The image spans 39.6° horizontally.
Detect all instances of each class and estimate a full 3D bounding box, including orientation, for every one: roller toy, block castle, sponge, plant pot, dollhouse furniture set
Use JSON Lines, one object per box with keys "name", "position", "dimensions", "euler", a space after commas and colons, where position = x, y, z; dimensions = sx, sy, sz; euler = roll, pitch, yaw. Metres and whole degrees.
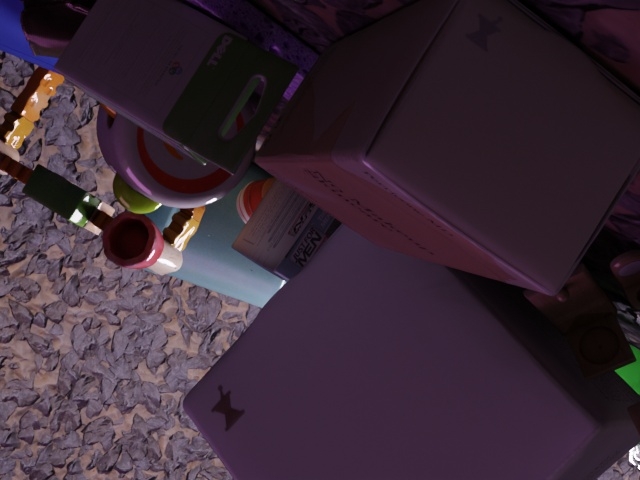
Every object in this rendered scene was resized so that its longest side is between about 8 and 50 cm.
{"name": "roller toy", "position": [-0.188, -0.145, 1.171], "dimensions": [0.146, 0.191, 0.209], "euler": [27, 130, 61]}
{"name": "block castle", "position": [-0.366, -0.171, 1.416], "dimensions": [0.453, 0.303, 0.213], "euler": [30, 175, 19]}
{"name": "sponge", "position": [-0.040, -0.170, 0.837], "dimensions": [0.210, 0.031, 0.117], "euler": [34, 175, -22]}
{"name": "plant pot", "position": [-0.196, -0.036, 1.823], "dimensions": [0.334, 0.341, 0.341], "euler": [24, 176, 1]}
{"name": "dollhouse furniture set", "position": [0.285, 0.095, 0.767], "dimensions": [0.123, 0.144, 0.151], "euler": [37, -150, -52]}

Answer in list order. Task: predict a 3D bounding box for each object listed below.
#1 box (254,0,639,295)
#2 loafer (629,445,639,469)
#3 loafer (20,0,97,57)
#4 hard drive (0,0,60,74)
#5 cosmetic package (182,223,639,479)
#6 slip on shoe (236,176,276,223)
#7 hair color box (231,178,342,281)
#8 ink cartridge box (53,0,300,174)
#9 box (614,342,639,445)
{"name": "box", "position": [0.067, -0.067, 0.614], "dimensions": [0.148, 0.121, 0.311], "euler": [34, 176, -13]}
{"name": "loafer", "position": [0.524, 0.253, 1.184], "dimensions": [0.112, 0.111, 0.319], "euler": [38, 159, 0]}
{"name": "loafer", "position": [-0.245, -0.234, 0.916], "dimensions": [0.366, 0.130, 0.134], "euler": [32, 176, -5]}
{"name": "hard drive", "position": [-0.342, -0.279, 1.112], "dimensions": [0.210, 0.040, 0.318], "euler": [22, 168, -15]}
{"name": "cosmetic package", "position": [0.131, 0.197, 1.023], "dimensions": [0.327, 0.329, 0.393], "euler": [49, -166, 27]}
{"name": "slip on shoe", "position": [0.000, 0.000, 1.590], "dimensions": [0.331, 0.123, 0.101], "euler": [39, 142, -25]}
{"name": "hair color box", "position": [-0.012, -0.023, 1.318], "dimensions": [0.113, 0.185, 0.374], "euler": [34, 176, -14]}
{"name": "ink cartridge box", "position": [-0.120, -0.141, 0.783], "dimensions": [0.209, 0.109, 0.062], "euler": [31, 176, 20]}
{"name": "box", "position": [0.373, 0.184, 1.358], "dimensions": [0.262, 0.127, 0.231], "euler": [31, 174, 5]}
